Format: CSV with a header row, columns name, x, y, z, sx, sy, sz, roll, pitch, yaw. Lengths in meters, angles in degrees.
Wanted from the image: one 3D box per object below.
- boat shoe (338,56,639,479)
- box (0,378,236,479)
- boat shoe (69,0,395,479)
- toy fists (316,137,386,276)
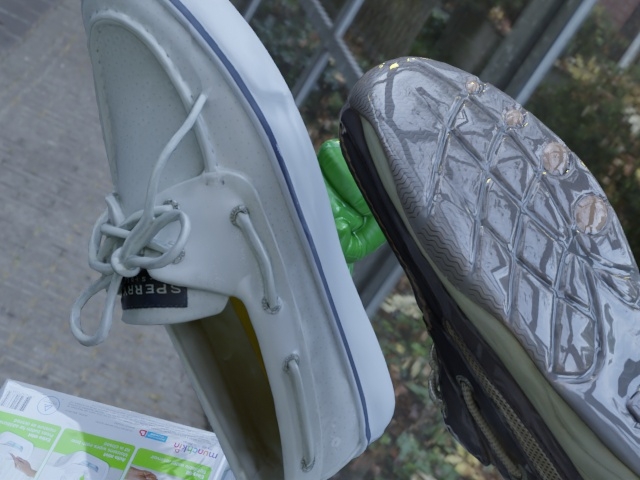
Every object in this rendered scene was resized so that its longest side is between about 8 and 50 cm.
name,x,y,z,sx,sy,sz,roll,pitch,yaw
boat shoe,0.110,0.065,0.499,0.132,0.130,0.355,-24,76,-40
box,-0.241,0.289,0.921,0.261,0.127,0.231,12,49,9
boat shoe,-0.085,0.011,0.576,0.135,0.367,0.156,-2,26,45
toy fists,0.000,0.000,0.923,0.142,0.279,0.096,3,49,-45
